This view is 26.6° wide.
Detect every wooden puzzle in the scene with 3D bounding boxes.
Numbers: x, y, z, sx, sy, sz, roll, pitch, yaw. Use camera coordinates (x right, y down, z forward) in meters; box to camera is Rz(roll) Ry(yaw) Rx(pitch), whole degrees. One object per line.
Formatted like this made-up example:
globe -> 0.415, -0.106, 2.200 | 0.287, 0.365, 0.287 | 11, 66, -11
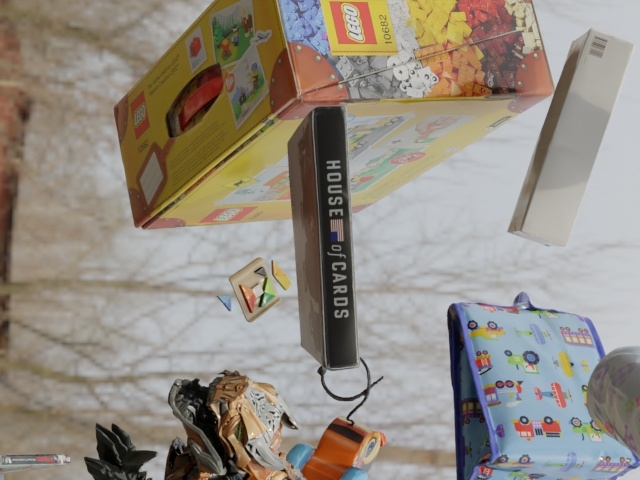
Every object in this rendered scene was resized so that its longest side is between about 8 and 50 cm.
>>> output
wooden puzzle -> -0.090, 0.069, 1.907 | 0.014, 0.116, 0.078 | -4, -58, 50

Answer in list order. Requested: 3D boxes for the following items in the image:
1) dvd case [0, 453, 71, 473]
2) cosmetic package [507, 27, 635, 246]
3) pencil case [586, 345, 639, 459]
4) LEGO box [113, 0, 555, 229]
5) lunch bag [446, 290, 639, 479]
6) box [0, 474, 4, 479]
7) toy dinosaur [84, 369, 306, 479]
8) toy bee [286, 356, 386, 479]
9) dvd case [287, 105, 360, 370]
dvd case -> -0.335, 0.238, 1.441 | 0.119, 0.087, 0.013 | 16, 65, -64
cosmetic package -> 0.283, -0.113, 1.537 | 0.099, 0.060, 0.239 | -161, -90, -87
pencil case -> 0.382, 0.204, 1.449 | 0.273, 0.113, 0.124 | -134, -129, -74
LEGO box -> -0.003, -0.184, 1.779 | 0.500, 0.372, 0.193 | -31, -112, 56
lunch bag -> 0.300, 0.201, 1.916 | 0.138, 0.221, 0.293 | 118, -27, -54
box -> -0.587, 0.309, 1.762 | 0.395, 0.293, 0.212 | 95, -3, -48
toy dinosaur -> -0.076, 0.230, 0.964 | 0.164, 0.218, 0.322 | -45, 135, -68
toy bee -> 0.032, 0.289, 1.673 | 0.195, 0.162, 0.298 | 45, -73, 18
dvd case -> 0.000, 0.000, 1.027 | 0.238, 0.029, 0.179 | 171, -85, -86
